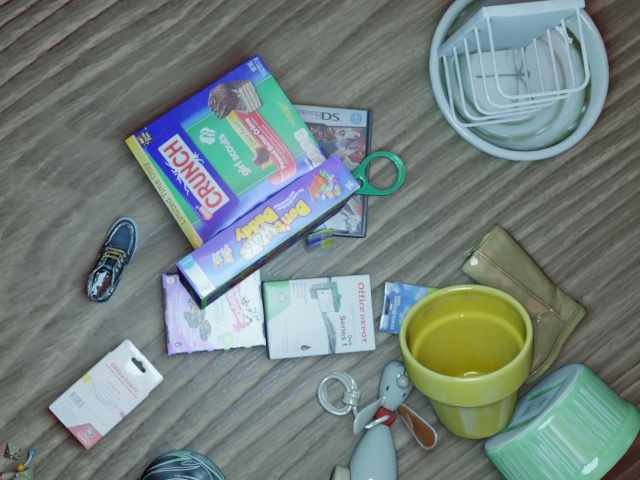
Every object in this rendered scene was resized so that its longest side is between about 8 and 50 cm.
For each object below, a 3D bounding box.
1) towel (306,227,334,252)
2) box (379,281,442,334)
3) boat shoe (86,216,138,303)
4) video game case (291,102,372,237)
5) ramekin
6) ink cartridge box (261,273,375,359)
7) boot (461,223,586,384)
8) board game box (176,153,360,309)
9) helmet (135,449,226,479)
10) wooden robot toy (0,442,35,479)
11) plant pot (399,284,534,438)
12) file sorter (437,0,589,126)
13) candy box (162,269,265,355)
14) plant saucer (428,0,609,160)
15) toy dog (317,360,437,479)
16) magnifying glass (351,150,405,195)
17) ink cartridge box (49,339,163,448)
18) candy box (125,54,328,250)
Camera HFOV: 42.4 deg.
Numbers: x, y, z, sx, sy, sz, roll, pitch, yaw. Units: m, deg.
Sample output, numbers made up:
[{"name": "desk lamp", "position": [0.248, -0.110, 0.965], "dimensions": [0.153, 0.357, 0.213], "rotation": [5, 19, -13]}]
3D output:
[{"name": "towel", "position": [0.000, 0.000, 1.709], "dimensions": [0.060, 0.083, 0.009], "rotation": [-19, 69, -11]}, {"name": "box", "position": [0.213, 0.151, 1.747], "dimensions": [0.178, 0.042, 0.108], "rotation": [9, 84, -9]}, {"name": "boat shoe", "position": [-0.411, 0.038, 1.640], "dimensions": [0.065, 0.083, 0.183], "rotation": [19, 83, -7]}, {"name": "video game case", "position": [-0.020, -0.150, 1.740], "dimensions": [0.249, 0.035, 0.274], "rotation": [4, 85, -9]}, {"name": "ramekin", "position": [0.472, 0.385, 1.647], "dimensions": [0.303, 0.303, 0.148], "rotation": [-42, 85, -10]}, {"name": "ink cartridge box", "position": [-0.004, 0.154, 1.689], "dimensions": [0.220, 0.092, 0.160], "rotation": [-5, 87, -9]}, {"name": "boot", "position": [0.404, 0.137, 1.762], "dimensions": [0.269, 0.089, 0.236], "rotation": [41, 70, -4]}, {"name": "board game box", "position": [-0.104, -0.009, 1.549], "dimensions": [0.347, 0.233, 0.078], "rotation": [-36, 87, -12]}, {"name": "helmet", "position": [-0.264, 0.486, 1.589], "dimensions": [0.161, 0.169, 0.169], "rotation": [-43, 93, 7]}, {"name": "wooden robot toy", "position": [-0.581, 0.476, 1.581], "dimensions": [0.076, 0.079, 0.173], "rotation": [-12, 87, -10]}, {"name": "plant pot", "position": [0.297, 0.256, 1.636], "dimensions": [0.254, 0.254, 0.239], "rotation": [-24, 130, -10]}, {"name": "file sorter", "position": [0.370, -0.335, 1.593], "dimensions": [0.193, 0.278, 0.173], "rotation": [-9, 89, -9]}, {"name": "candy box", "position": [-0.215, 0.141, 1.668], "dimensions": [0.196, 0.070, 0.164], "rotation": [-5, 85, -9]}, {"name": "plant saucer", "position": [0.419, -0.362, 1.791], "dimensions": [0.401, 0.100, 0.400], "rotation": [1, 85, -9]}, {"name": "toy dog", "position": [0.119, 0.416, 1.653], "dimensions": [0.220, 0.161, 0.333], "rotation": [-3, 86, -9]}, {"name": "magnifying glass", "position": [0.069, -0.115, 1.723], "dimensions": [0.231, 0.026, 0.092], "rotation": [-23, 90, -11]}, {"name": "ink cartridge box", "position": [-0.417, 0.298, 1.627], "dimensions": [0.198, 0.067, 0.115], "rotation": [-42, 93, -8]}, {"name": "candy box", "position": [-0.182, -0.169, 1.646], "dimensions": [0.317, 0.122, 0.268], "rotation": [-34, 87, -1]}]
